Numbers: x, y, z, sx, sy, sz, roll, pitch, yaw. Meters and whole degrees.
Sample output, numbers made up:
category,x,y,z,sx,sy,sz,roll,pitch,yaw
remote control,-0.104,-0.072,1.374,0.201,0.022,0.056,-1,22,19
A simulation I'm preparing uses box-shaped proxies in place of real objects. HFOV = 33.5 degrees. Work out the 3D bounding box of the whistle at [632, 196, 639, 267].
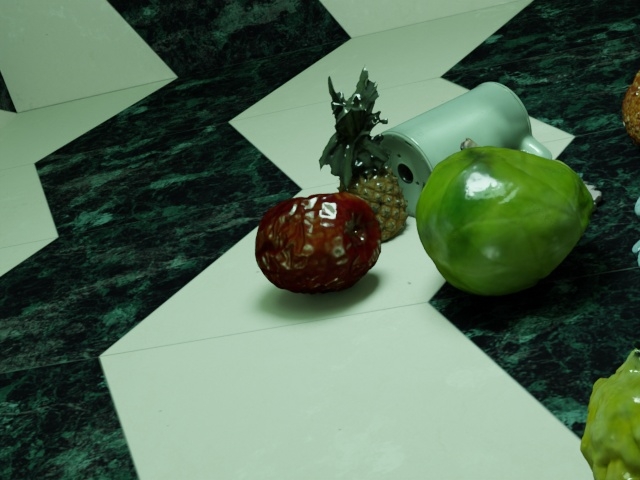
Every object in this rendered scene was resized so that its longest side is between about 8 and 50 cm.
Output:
category,x,y,z,sx,sy,sz,roll,pitch,yaw
whistle,0.627,-0.011,1.867,0.180,0.093,0.269,-38,23,9

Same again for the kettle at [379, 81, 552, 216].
category,x,y,z,sx,sy,sz,roll,pitch,yaw
kettle,0.312,-0.200,2.333,0.318,0.205,0.265,-28,24,-31

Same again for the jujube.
category,x,y,z,sx,sy,sz,roll,pitch,yaw
jujube,-0.005,0.009,2.078,0.232,0.213,0.213,-7,24,43

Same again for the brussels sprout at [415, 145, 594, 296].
category,x,y,z,sx,sy,sz,roll,pitch,yaw
brussels sprout,0.326,-0.034,1.924,0.344,0.268,0.344,3,11,-1

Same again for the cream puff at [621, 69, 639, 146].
category,x,y,z,sx,sy,sz,roll,pitch,yaw
cream puff,0.805,-0.315,2.245,0.350,0.228,0.350,-13,27,7

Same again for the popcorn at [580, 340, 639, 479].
category,x,y,z,sx,sy,sz,roll,pitch,yaw
popcorn,0.446,0.242,1.299,0.252,0.215,0.286,-29,23,-13

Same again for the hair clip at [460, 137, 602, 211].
category,x,y,z,sx,sy,sz,roll,pitch,yaw
hair clip,0.418,-0.117,2.169,0.300,0.069,0.173,27,40,14

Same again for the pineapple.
category,x,y,z,sx,sy,sz,roll,pitch,yaw
pineapple,0.079,-0.172,2.216,0.165,0.364,0.165,-12,30,7
